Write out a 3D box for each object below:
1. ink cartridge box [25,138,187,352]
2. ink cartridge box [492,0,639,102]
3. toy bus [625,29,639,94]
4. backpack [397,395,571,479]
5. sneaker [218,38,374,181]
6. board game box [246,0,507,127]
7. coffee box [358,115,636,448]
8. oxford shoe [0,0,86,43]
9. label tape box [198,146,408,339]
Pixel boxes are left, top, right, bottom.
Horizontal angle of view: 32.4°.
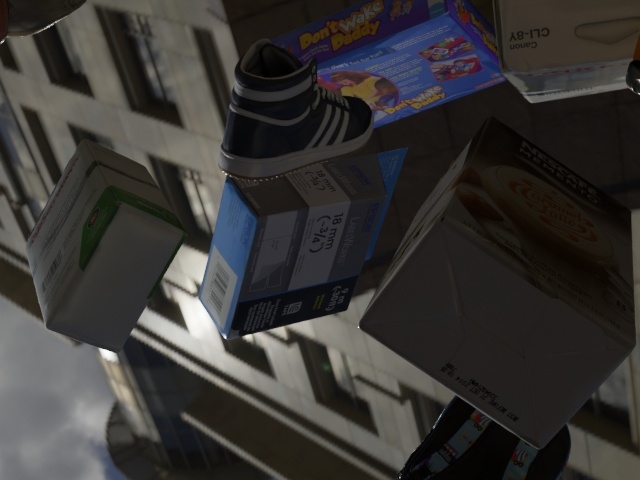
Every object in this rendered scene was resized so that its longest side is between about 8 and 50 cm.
[{"bbox_3d":[-0.234,0.000,1.171,0.153,0.087,0.208,-59,-151,11],"label":"ink cartridge box"},{"bbox_3d":[0.393,-0.297,1.490,0.279,0.160,0.385,-6,-179,15],"label":"ink cartridge box"},{"bbox_3d":[0.420,-0.177,1.041,0.211,0.149,0.220,10,-156,-6],"label":"toy bus"},{"bbox_3d":[0.191,0.250,1.240,0.158,0.117,0.173,30,-106,19],"label":"backpack"},{"bbox_3d":[-0.015,-0.181,1.391,0.099,0.153,0.282,24,-149,29],"label":"sneaker"},{"bbox_3d":[0.092,-0.277,1.738,0.347,0.233,0.078,-17,-116,27],"label":"board game box"},{"bbox_3d":[0.132,0.015,0.766,0.141,0.098,0.246,34,-155,0],"label":"coffee box"},{"bbox_3d":[-0.245,-0.310,0.771,0.130,0.348,0.123,-28,-140,-36],"label":"oxford shoe"},{"bbox_3d":[0.000,0.000,1.677,0.334,0.240,0.106,-12,-135,-33],"label":"label tape box"}]
